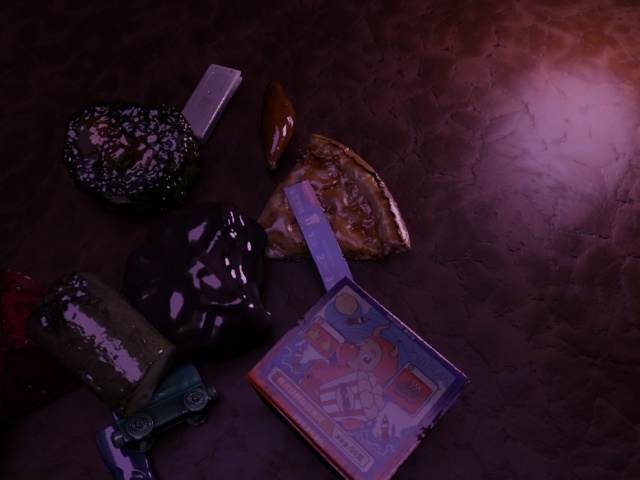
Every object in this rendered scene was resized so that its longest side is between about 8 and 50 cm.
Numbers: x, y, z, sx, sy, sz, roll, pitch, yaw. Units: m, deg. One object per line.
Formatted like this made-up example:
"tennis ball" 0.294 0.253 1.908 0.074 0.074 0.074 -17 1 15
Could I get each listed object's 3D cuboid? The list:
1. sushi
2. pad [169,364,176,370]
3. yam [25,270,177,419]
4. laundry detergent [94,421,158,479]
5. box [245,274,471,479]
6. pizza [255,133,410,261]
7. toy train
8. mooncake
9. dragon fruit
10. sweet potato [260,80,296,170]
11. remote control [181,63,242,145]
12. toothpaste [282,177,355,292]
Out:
"sushi" -0.518 -0.224 1.571 0.351 0.178 0.294 7 76 6
"pad" -0.406 0.351 1.360 0.142 0.003 0.212 -18 62 -26
"yam" -0.459 0.214 1.205 0.300 0.195 0.195 39 70 8
"laundry detergent" -0.427 0.507 1.274 0.096 0.061 0.206 -23 64 -27
"box" 0.078 0.324 1.235 0.348 0.257 0.318 41 70 20
"pizza" 0.023 -0.128 1.566 0.434 0.080 0.392 1 63 2
"toy train" -0.367 0.373 1.296 0.248 0.101 0.159 -22 55 -29
"mooncake" -0.295 0.098 1.379 0.350 0.212 0.381 -24 66 8
"dragon fruit" -0.688 0.199 1.341 0.302 0.240 0.330 -23 70 -18
"sweet potato" -0.125 -0.354 1.671 0.112 0.112 0.360 0 60 3
"remote control" -0.345 -0.421 1.744 0.102 0.056 0.277 17 64 11
"toothpaste" -0.001 0.001 1.437 0.076 0.066 0.321 -23 75 -1
